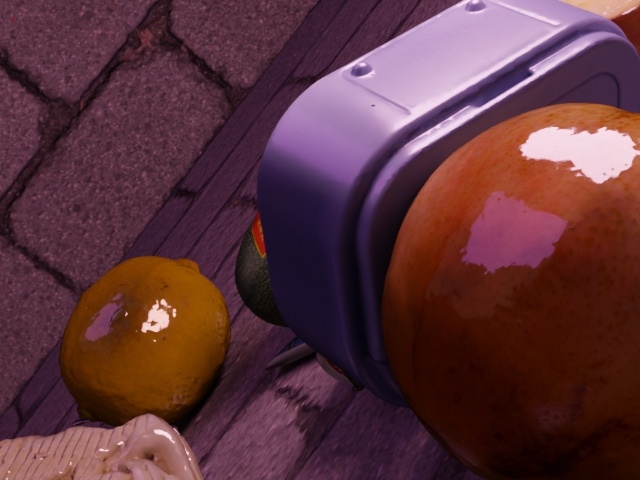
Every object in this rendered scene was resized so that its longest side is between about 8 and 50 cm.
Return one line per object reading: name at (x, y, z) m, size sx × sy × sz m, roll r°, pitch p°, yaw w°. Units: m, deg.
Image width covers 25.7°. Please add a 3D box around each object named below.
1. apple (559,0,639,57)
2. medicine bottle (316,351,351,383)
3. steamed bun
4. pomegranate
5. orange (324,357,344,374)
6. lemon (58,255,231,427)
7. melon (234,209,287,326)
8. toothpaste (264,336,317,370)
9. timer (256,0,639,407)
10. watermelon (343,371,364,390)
apple at (0.332, -0.259, 1.533) m, size 0.251 × 0.163 × 0.293 m, roll -39°, pitch 31°, yaw 2°
medicine bottle at (0.068, 0.074, 1.744) m, size 0.074 × 0.074 × 0.218 m, roll -34°, pitch 22°, yaw 48°
steamed bun at (-0.299, 0.392, 1.779) m, size 0.347 × 0.237 × 0.394 m, roll -29°, pitch 25°, yaw -27°
pomegranate at (0.202, 0.038, 1.037) m, size 0.319 × 0.319 × 0.319 m, roll -46°, pitch 16°, yaw 17°
orange at (0.071, 0.067, 1.580) m, size 0.193 × 0.161 × 0.193 m, roll -51°, pitch 11°, yaw 14°
lemon at (-0.270, 0.159, 2.184) m, size 0.260 × 0.260 × 0.284 m, roll -35°, pitch 26°, yaw 45°
melon at (0.000, 0.000, 1.899) m, size 0.288 × 0.182 × 0.182 m, roll -44°, pitch 17°, yaw 29°
toothpaste at (-0.015, 0.138, 1.907) m, size 0.057 × 0.034 × 0.197 m, roll -42°, pitch 6°, yaw -35°
timer at (0.119, -0.020, 1.290) m, size 0.173 × 0.395 × 0.395 m, roll 31°, pitch 81°, yaw 38°
watermelon at (0.115, 0.028, 1.453) m, size 0.301 × 0.129 × 0.123 m, roll -38°, pitch 3°, yaw -23°
